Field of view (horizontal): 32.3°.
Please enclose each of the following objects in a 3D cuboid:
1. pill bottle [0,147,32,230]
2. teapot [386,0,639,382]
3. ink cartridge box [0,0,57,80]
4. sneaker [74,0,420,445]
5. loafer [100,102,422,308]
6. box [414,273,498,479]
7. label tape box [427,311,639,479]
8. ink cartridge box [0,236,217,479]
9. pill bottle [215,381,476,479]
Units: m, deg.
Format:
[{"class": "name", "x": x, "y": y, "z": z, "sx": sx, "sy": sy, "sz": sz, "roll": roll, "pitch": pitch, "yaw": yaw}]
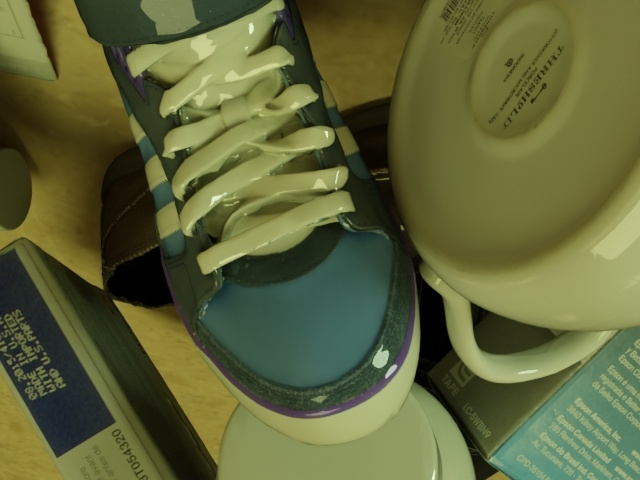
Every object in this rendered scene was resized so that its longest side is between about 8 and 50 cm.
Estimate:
[{"class": "pill bottle", "x": -0.304, "y": -0.040, "z": 0.872, "sx": 0.137, "sy": 0.078, "sz": 0.078, "roll": 0, "pitch": 142, "yaw": 17}, {"class": "teapot", "x": 0.168, "y": -0.057, "z": 0.584, "sx": 0.187, "sy": 0.252, "sz": 0.256, "roll": 16, "pitch": 163, "yaw": -33}, {"class": "ink cartridge box", "x": -0.314, "y": -0.242, "z": 0.632, "sx": 0.308, "sy": 0.091, "sz": 0.385, "roll": 12, "pitch": 161, "yaw": 0}, {"class": "sneaker", "x": -0.055, "y": -0.079, "z": 0.549, "sx": 0.130, "sy": 0.322, "sz": 0.236, "roll": -20, "pitch": 146, "yaw": 2}, {"class": "loafer", "x": 0.000, "y": 0.000, "z": 0.786, "sx": 0.366, "sy": 0.130, "sz": 0.133, "roll": -6, "pitch": 140, "yaw": 25}, {"class": "box", "x": 0.102, "y": 0.119, "z": 0.933, "sx": 0.153, "sy": 0.108, "sz": 0.207, "roll": 23, "pitch": 144, "yaw": -14}, {"class": "label tape box", "x": 0.279, "y": 0.064, "z": 0.771, "sx": 0.333, "sy": 0.106, "sz": 0.241, "roll": -45, "pitch": 123, "yaw": 6}, {"class": "ink cartridge box", "x": -0.134, "y": 0.170, "z": 0.843, "sx": 0.324, "sy": 0.071, "sz": 0.330, "roll": 57, "pitch": 173, "yaw": 7}, {"class": "pill bottle", "x": 0.022, "y": 0.179, "z": 0.749, "sx": 0.169, "sy": 0.169, "sz": 0.301, "roll": 5, "pitch": 158, "yaw": 11}]
